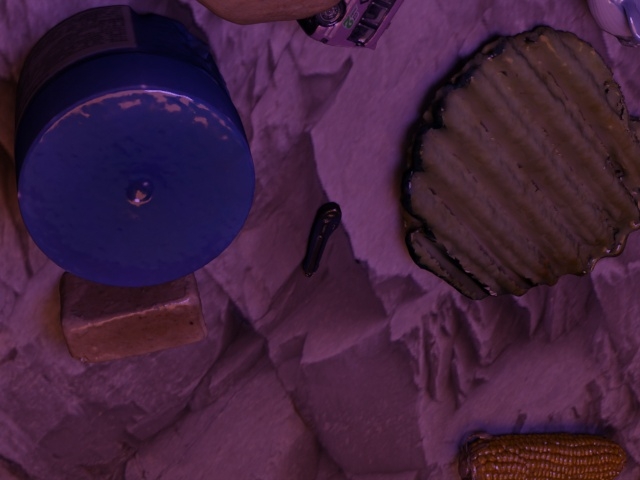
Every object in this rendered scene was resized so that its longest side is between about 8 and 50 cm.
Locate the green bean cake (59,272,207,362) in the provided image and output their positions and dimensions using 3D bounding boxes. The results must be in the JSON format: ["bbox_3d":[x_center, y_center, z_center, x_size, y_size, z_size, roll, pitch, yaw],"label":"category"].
[{"bbox_3d":[-0.240,0.085,1.563,0.179,0.109,0.085,-13,132,-7],"label":"green bean cake"}]

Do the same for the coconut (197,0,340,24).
[{"bbox_3d":[-0.057,-0.334,1.231,0.224,0.224,0.224,-9,130,-10],"label":"coconut"}]

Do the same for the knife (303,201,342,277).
[{"bbox_3d":[0.000,0.000,1.630,0.031,0.018,0.121,5,128,-19],"label":"knife"}]

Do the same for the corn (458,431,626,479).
[{"bbox_3d":[0.360,0.359,1.987,0.293,0.106,0.106,0,128,-21],"label":"corn"}]

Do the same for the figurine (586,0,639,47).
[{"bbox_3d":[0.392,-0.314,1.430,0.209,0.128,0.183,-3,127,-25],"label":"figurine"}]

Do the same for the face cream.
[{"bbox_3d":[-0.209,-0.110,1.339,0.249,0.225,0.249,-7,127,-10],"label":"face cream"}]

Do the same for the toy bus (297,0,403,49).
[{"bbox_3d":[0.054,-0.309,1.344,0.108,0.096,0.199,17,119,-34],"label":"toy bus"}]

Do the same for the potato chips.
[{"bbox_3d":[0.266,-0.079,1.619,0.358,0.070,0.429,-37,130,10],"label":"potato chips"}]
